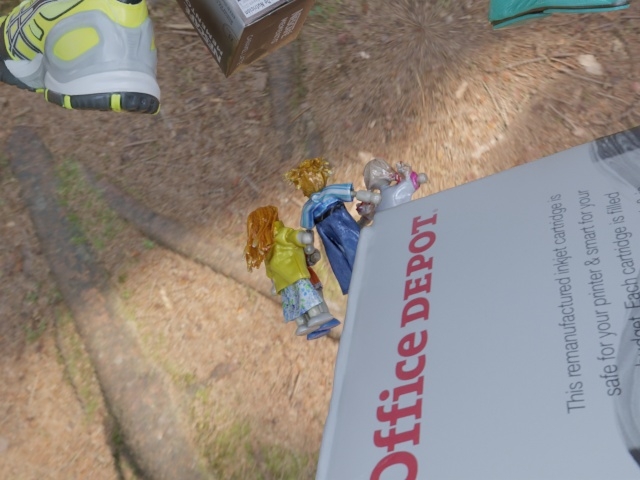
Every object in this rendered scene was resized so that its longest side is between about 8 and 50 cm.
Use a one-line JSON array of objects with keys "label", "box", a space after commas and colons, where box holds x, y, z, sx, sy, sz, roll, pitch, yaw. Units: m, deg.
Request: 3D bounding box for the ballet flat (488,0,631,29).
[{"label": "ballet flat", "box": [0.321, -0.348, 1.324, 0.083, 0.247, 0.087, -13, 101, -31]}]

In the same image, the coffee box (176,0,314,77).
[{"label": "coffee box", "box": [-0.116, -0.315, 0.993, 0.098, 0.141, 0.247, -32, 88, -16]}]

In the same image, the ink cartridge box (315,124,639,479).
[{"label": "ink cartridge box", "box": [0.170, 0.049, 0.372, 0.307, 0.223, 0.129, -18, 120, 21]}]

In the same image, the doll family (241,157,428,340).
[{"label": "doll family", "box": [0.000, 0.000, 1.062, 0.263, 0.118, 0.163, -36, 72, 36]}]

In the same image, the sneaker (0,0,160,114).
[{"label": "sneaker", "box": [-0.285, -0.239, 1.106, 0.145, 0.384, 0.147, -2, 105, -39]}]
